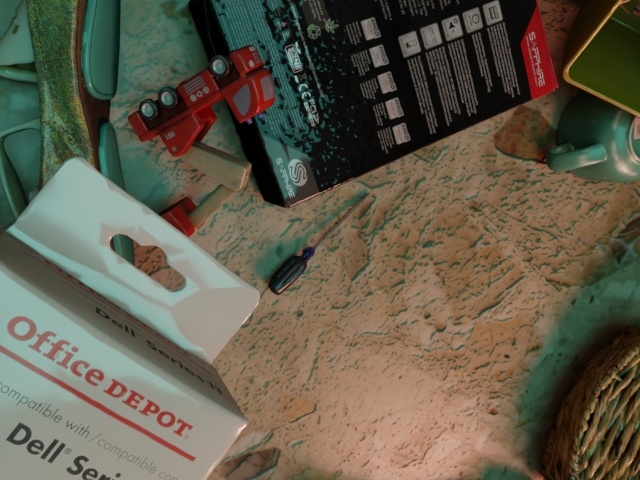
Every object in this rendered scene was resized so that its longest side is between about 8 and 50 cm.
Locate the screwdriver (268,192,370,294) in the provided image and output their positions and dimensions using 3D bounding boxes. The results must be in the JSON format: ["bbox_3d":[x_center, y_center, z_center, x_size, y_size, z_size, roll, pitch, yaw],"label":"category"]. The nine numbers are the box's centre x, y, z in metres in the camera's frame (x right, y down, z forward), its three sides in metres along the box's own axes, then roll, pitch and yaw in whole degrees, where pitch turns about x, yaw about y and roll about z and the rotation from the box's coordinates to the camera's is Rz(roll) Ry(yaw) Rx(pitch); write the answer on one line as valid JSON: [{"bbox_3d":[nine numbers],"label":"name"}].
[{"bbox_3d":[0.000,0.000,0.737,0.170,0.025,0.024,-47,112,-18],"label":"screwdriver"}]

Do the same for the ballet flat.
[{"bbox_3d":[-0.239,-0.122,0.567,0.123,0.123,0.348,-4,101,-22],"label":"ballet flat"}]

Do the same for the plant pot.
[{"bbox_3d":[0.428,-0.277,0.731,0.212,0.187,0.212,24,132,-8],"label":"plant pot"}]

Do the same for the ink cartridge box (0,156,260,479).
[{"bbox_3d":[-0.200,0.137,0.424,0.207,0.119,0.353,39,84,-23],"label":"ink cartridge box"}]

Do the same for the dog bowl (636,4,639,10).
[{"bbox_3d":[0.488,-0.457,0.823,0.166,0.074,0.297,-10,104,-21],"label":"dog bowl"}]

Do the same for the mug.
[{"bbox_3d":[0.394,-0.131,0.828,0.129,0.097,0.158,35,85,-24],"label":"mug"}]

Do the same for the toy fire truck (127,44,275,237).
[{"bbox_3d":[-0.113,-0.087,0.600,0.192,0.047,0.135,-23,105,24],"label":"toy fire truck"}]

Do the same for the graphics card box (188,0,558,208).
[{"bbox_3d":[0.071,-0.211,0.684,0.371,0.094,0.233,-26,108,-17],"label":"graphics card box"}]

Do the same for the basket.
[{"bbox_3d":[0.466,0.280,0.934,0.213,0.223,0.299,33,85,9],"label":"basket"}]
